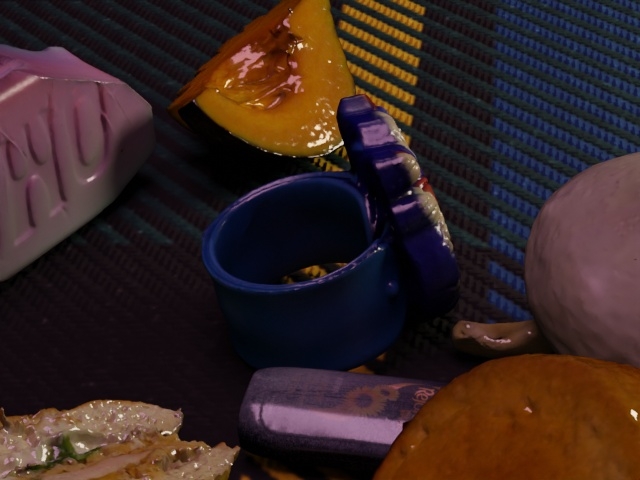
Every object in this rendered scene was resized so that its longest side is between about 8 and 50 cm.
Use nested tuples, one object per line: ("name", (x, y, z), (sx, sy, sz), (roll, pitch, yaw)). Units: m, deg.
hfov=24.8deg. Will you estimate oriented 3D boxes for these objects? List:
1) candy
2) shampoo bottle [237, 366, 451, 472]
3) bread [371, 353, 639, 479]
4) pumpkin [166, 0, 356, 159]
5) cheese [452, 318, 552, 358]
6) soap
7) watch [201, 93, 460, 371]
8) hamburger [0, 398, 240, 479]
("candy", (0.298, 0.027, 1.101), (0.295, 0.185, 0.295), (3, 37, -2))
("shampoo bottle", (0.058, 0.139, 1.096), (0.233, 0.049, 0.087), (5, 38, 13))
("bread", (0.129, 0.211, 0.786), (0.172, 0.312, 0.312), (27, 20, -32))
("pumpkin", (-0.050, -0.139, 1.487), (0.130, 0.149, 0.254), (-32, 15, 47))
("cheese", (0.148, 0.079, 1.178), (0.083, 0.044, 0.030), (4, 52, 8))
("soap", (-0.295, -0.073, 1.317), (0.109, 0.193, 0.324), (21, 42, 29))
("watch", (0.004, 0.008, 1.212), (0.200, 0.171, 0.196), (-22, 25, -5))
("hamburger", (-0.193, 0.195, 0.943), (0.283, 0.157, 0.144), (-7, 34, -47))
